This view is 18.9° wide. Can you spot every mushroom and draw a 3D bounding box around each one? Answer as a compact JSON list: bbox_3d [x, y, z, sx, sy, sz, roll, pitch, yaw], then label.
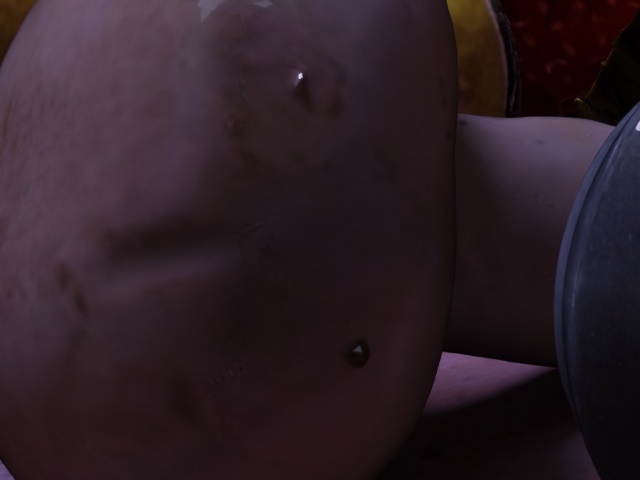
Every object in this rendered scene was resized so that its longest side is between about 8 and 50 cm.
[{"bbox_3d":[0.000,0.000,0.814,0.290,0.293,0.292,12,-3,-26],"label":"mushroom"}]

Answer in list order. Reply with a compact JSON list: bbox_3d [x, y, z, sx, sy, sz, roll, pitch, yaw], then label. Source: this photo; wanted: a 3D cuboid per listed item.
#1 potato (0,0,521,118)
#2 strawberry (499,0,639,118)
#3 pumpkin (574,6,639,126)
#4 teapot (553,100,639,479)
[{"bbox_3d":[-0.121,-0.113,1.229,0.296,0.397,0.290,-28,-24,-39],"label":"potato"},{"bbox_3d":[0.157,-0.216,1.368,0.291,0.292,0.310,-16,9,12],"label":"strawberry"},{"bbox_3d":[0.255,-0.096,1.167,0.169,0.148,0.312,-58,-14,26],"label":"pumpkin"},{"bbox_3d":[0.175,0.040,0.497,0.203,0.171,0.225,-55,31,-15],"label":"teapot"}]
